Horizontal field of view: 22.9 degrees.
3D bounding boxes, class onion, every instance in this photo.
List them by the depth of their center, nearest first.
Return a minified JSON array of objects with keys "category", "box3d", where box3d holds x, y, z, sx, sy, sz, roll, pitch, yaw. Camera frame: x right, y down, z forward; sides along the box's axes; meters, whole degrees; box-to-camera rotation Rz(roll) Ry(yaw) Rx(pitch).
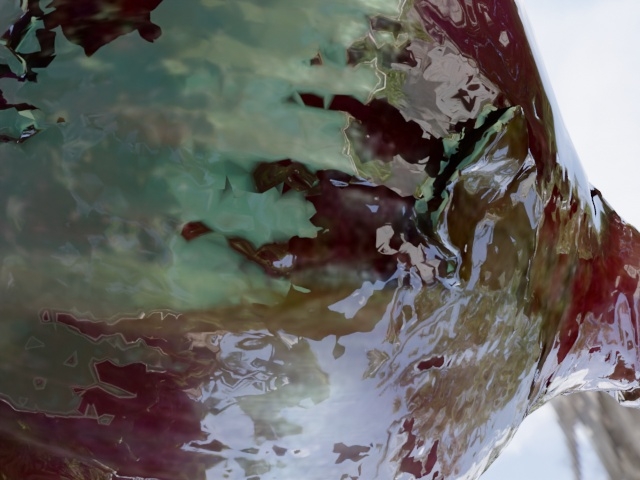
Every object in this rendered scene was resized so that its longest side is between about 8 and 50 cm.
[{"category":"onion","box3d":[0.000,0.000,0.638,0.348,0.385,0.347,-164,-90,-75]}]
